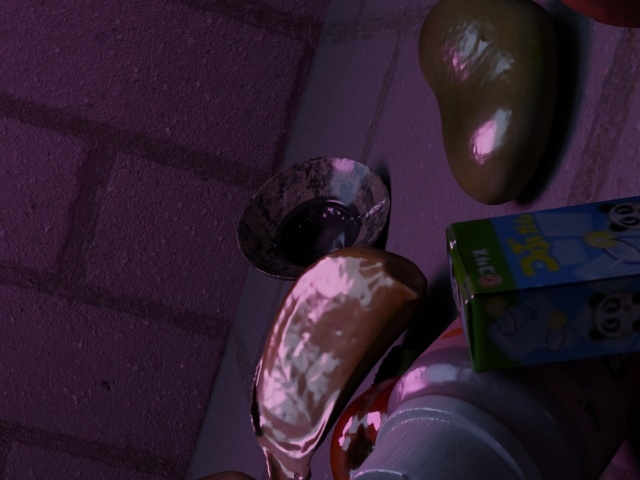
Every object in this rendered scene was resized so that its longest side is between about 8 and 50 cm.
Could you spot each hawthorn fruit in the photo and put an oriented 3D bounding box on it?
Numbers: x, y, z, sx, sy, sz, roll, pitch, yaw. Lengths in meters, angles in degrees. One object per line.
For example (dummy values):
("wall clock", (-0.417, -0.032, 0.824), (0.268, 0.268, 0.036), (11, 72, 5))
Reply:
("hawthorn fruit", (0.094, 0.186, 0.970), (0.173, 0.172, 0.173), (-164, 90, -79))

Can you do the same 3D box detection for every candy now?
("candy", (0.180, 0.021, 0.720), (0.097, 0.194, 0.062), (-95, -3, -61))

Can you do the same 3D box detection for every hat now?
("hat", (0.000, 0.000, 1.812), (0.128, 0.265, 0.266), (70, -161, -45))

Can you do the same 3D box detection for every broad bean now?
("broad bean", (0.188, -0.158, 1.226), (0.189, 0.121, 0.263), (125, 144, -47))

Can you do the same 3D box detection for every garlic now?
("garlic", (-0.004, 0.152, 1.379), (0.338, 0.151, 0.196), (-56, 13, 5))

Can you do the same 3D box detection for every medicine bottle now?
("medicine bottle", (0.121, 0.120, 0.770), (0.247, 0.147, 0.147), (-39, -18, -44))

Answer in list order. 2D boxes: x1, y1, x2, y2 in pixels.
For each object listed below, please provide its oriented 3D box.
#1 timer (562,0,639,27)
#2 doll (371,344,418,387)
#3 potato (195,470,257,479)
("timer", (0.227, -0.272, 0.820), (0.230, 0.229, 0.215), (117, 150, -44))
("doll", (0.086, 0.176, 1.374), (0.115, 0.050, 0.190), (-64, 7, 6))
("potato", (-0.148, 0.470, 1.662), (0.326, 0.221, 0.243), (-81, 10, -53))
